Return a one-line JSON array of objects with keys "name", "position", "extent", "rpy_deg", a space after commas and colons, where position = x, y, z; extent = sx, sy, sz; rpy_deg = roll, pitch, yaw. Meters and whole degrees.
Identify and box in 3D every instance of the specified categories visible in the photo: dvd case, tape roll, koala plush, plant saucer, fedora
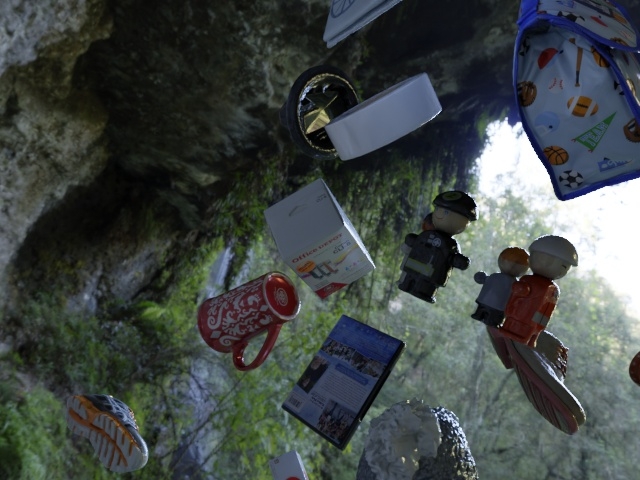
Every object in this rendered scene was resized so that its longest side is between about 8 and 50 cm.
[{"name": "dvd case", "position": [0.049, 0.294, 1.001], "extent": [0.181, 0.253, 0.022], "rpy_deg": [18, -26, 42]}, {"name": "tape roll", "position": [0.156, -0.314, 1.176], "extent": [0.286, 0.286, 0.100], "rpy_deg": [-12, -67, 49]}, {"name": "koala plush", "position": [0.076, 0.260, 0.443], "extent": [0.204, 0.221, 0.196], "rpy_deg": [13, -12, 33]}, {"name": "plant saucer", "position": [0.464, 0.170, 0.631], "extent": [0.013, 0.083, 0.083], "rpy_deg": [44, -27, -5]}, {"name": "fedora", "position": [-0.019, -0.425, 1.564], "extent": [0.153, 0.333, 0.334], "rpy_deg": [13, -17, 46]}]

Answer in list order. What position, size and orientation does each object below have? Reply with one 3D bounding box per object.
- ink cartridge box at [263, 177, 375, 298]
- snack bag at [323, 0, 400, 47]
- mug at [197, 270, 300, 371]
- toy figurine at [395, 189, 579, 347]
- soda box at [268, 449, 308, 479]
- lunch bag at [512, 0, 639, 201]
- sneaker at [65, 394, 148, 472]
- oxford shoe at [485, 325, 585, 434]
[{"name": "ink cartridge box", "position": [0.000, 0.000, 0.872], "extent": [0.128, 0.127, 0.176], "rpy_deg": [-30, -38, 7]}, {"name": "snack bag", "position": [0.132, -0.543, 0.802], "extent": [0.037, 0.341, 0.323], "rpy_deg": [19, -16, -32]}, {"name": "mug", "position": [-0.118, 0.143, 0.847], "extent": [0.169, 0.113, 0.150], "rpy_deg": [-30, -87, 32]}, {"name": "toy figurine", "position": [0.219, 0.034, 0.652], "extent": [0.213, 0.148, 0.209], "rpy_deg": [23, 0, 8]}, {"name": "soda box", "position": [-0.044, 0.580, 1.014], "extent": [0.069, 0.216, 0.073], "rpy_deg": [-22, -34, -8]}, {"name": "lunch bag", "position": [0.529, -0.340, 0.956], "extent": [0.239, 0.327, 0.385], "rpy_deg": [-23, -65, 39]}, {"name": "sneaker", "position": [-0.373, 0.336, 0.843], "extent": [0.215, 0.084, 0.083], "rpy_deg": [22, 8, 33]}, {"name": "oxford shoe", "position": [0.470, 0.255, 0.982], "extent": [0.130, 0.348, 0.122], "rpy_deg": [-23, -68, 6]}]
